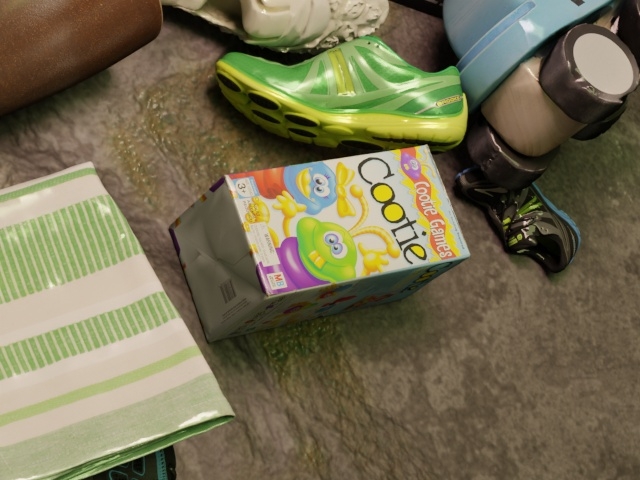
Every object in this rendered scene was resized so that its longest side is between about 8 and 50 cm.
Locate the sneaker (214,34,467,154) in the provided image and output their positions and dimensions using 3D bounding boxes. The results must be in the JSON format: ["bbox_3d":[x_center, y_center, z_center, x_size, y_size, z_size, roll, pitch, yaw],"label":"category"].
[{"bbox_3d":[0.024,-0.176,1.775,0.295,0.109,0.123,10,73,-5],"label":"sneaker"}]

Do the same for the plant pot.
[{"bbox_3d":[-0.318,-0.223,1.578,0.215,0.215,0.230,47,66,-5],"label":"plant pot"}]

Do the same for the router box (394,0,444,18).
[{"bbox_3d":[0.122,-0.429,2.009,0.309,0.081,0.243,15,62,-26],"label":"router box"}]

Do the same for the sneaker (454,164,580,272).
[{"bbox_3d":[0.246,-0.029,1.910,0.188,0.067,0.078,38,47,-16],"label":"sneaker"}]

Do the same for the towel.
[{"bbox_3d":[-0.261,0.078,1.461,0.248,0.038,0.325,-19,58,-22],"label":"towel"}]

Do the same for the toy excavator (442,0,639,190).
[{"bbox_3d":[0.269,-0.353,1.905,0.433,0.222,0.445,-33,84,-36],"label":"toy excavator"}]

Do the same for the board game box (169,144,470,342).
[{"bbox_3d":[0.000,0.000,1.694,0.275,0.144,0.142,-10,74,-36],"label":"board game box"}]

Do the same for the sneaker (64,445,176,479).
[{"bbox_3d":[-0.201,0.239,1.466,0.139,0.125,0.341,18,60,-23],"label":"sneaker"}]

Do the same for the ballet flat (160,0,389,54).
[{"bbox_3d":[-0.115,-0.287,1.751,0.409,0.147,0.147,18,60,-16],"label":"ballet flat"}]
